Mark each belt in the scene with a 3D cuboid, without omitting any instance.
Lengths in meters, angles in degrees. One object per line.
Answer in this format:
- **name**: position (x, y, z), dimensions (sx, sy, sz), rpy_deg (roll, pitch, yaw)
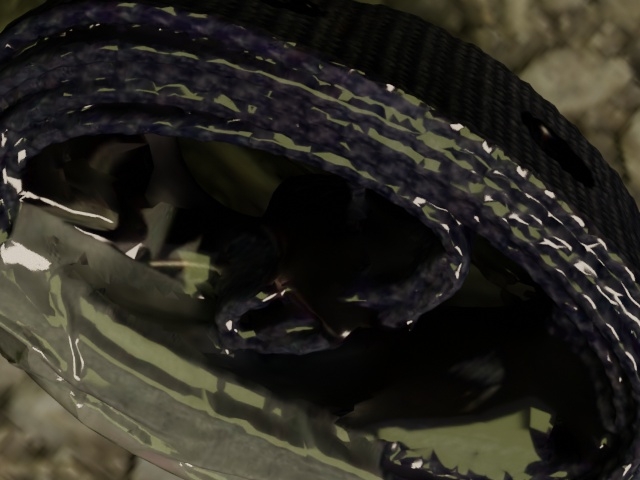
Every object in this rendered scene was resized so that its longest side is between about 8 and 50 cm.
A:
- **belt**: position (0.000, 0.000, 0.453), dimensions (0.231, 0.126, 0.139), rpy_deg (26, 111, -4)
